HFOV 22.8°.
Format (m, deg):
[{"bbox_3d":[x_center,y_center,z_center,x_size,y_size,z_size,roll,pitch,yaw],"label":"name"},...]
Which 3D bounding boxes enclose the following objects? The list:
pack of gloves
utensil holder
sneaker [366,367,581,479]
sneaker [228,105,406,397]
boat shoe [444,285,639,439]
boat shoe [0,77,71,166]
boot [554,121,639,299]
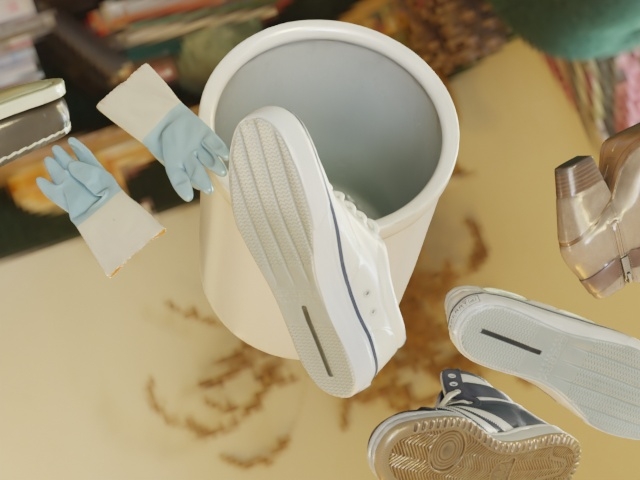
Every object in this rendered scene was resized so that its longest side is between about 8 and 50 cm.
[{"bbox_3d":[-0.211,-0.076,1.826,0.195,0.232,0.046,-42,139,-3],"label":"pack of gloves"},{"bbox_3d":[-0.006,-0.055,2.139,0.328,0.327,0.385,-19,155,-16],"label":"utensil holder"},{"bbox_3d":[0.122,0.196,1.619,0.282,0.099,0.153,10,-164,-41],"label":"sneaker"},{"bbox_3d":[0.000,0.000,1.294,0.094,0.258,0.091,6,-146,40],"label":"sneaker"},{"bbox_3d":[0.205,0.090,1.314,0.083,0.226,0.076,-56,-161,15],"label":"boat shoe"},{"bbox_3d":[-0.241,-0.024,0.905,0.228,0.068,0.081,-24,-167,-5],"label":"boat shoe"},{"bbox_3d":[0.193,-0.021,0.954,0.118,0.087,0.042,-25,-168,-10],"label":"boot"}]
